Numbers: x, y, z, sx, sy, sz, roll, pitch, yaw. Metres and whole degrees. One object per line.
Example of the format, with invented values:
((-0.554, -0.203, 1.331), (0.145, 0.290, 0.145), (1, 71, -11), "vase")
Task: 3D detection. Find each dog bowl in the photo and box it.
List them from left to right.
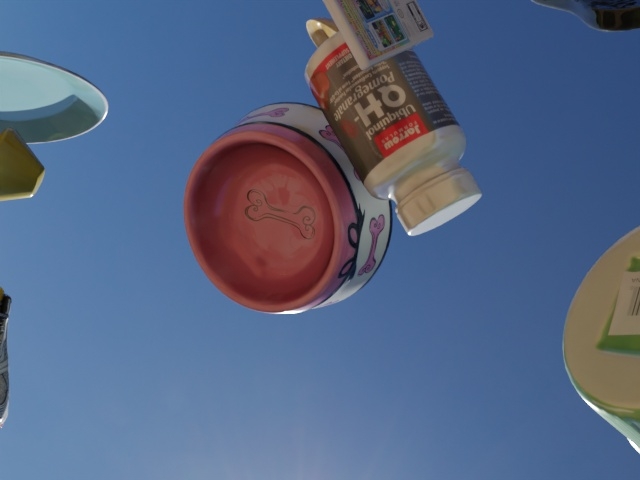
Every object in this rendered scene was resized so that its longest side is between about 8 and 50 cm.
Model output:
((-0.080, -0.046, 1.357), (0.407, 0.150, 0.408), (9, -70, 26), "dog bowl")

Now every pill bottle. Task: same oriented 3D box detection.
((0.119, -0.175, 1.145), (0.176, 0.176, 0.319), (-37, -105, 35), "pill bottle")

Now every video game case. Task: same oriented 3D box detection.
((0.062, -0.305, 0.910), (0.019, 0.143, 0.157), (-23, -82, 52), "video game case")

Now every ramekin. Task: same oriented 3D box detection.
((0.427, 0.107, 0.825), (0.303, 0.148, 0.303), (-46, -158, 25), "ramekin")

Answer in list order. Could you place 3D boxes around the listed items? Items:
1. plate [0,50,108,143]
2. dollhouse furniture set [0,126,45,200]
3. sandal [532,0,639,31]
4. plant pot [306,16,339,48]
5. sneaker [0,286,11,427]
((-0.293, -0.134, 0.667), (0.188, 0.188, 0.024), (-18, -108, 42), "plate")
((-0.157, 0.058, 0.253), (0.286, 0.198, 0.304), (-34, -146, 65), "dollhouse furniture set")
((0.508, -0.490, 1.342), (0.446, 0.167, 0.107), (-103, 180, -62), "sandal")
((0.067, -0.373, 1.486), (0.032, 0.236, 0.236), (-48, -132, -3), "plant pot")
((-0.353, 0.092, 0.718), (0.093, 0.088, 0.225), (-55, -133, 22), "sneaker")
